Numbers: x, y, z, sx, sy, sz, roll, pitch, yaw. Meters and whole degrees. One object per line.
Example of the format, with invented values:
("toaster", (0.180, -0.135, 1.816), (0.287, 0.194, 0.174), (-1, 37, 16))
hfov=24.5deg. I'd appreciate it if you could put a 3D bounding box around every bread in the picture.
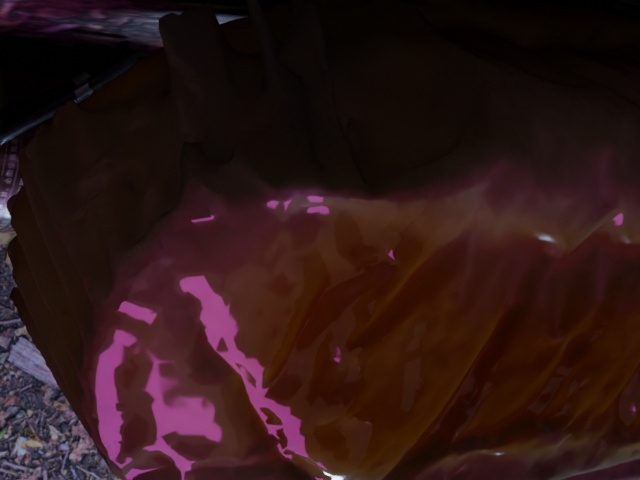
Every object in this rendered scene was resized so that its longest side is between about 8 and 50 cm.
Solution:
("bread", (0.054, 0.009, 0.639), (0.389, 0.236, 0.183), (7, -149, -33))

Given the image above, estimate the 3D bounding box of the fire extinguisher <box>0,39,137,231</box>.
("fire extinguisher", (-0.221, -0.062, 0.726), (0.341, 0.105, 0.141), (4, 136, -32))
